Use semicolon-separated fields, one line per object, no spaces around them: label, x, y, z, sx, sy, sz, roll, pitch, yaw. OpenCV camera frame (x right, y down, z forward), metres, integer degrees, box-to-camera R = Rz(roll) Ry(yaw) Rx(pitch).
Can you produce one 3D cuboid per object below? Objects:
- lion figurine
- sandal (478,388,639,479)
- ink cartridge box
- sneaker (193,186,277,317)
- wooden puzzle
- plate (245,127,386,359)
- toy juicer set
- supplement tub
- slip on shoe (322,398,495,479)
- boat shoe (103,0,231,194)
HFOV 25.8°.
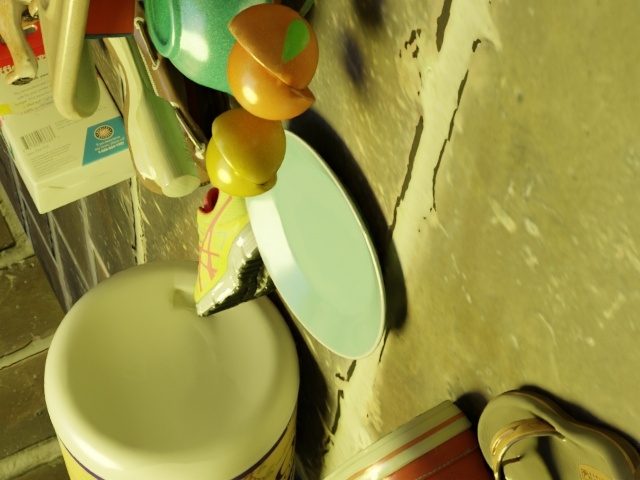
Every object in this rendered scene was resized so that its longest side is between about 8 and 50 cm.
lion figurine;-0.313;-0.313;1.504;0.392;0.142;0.240;-28;78;60
sandal;0.129;0.132;0.806;0.072;0.049;0.180;69;164;-11
ink cartridge box;-0.332;-0.164;1.720;0.231;0.134;0.078;60;163;22
sneaker;-0.074;0.000;1.235;0.094;0.081;0.208;62;153;13
wooden puzzle;-0.162;-0.303;0.933;0.348;0.080;0.322;107;152;-58
plate;0.000;0.000;1.047;0.188;0.024;0.188;44;147;39
toy juicer set;-0.061;-0.127;0.948;0.329;0.089;0.209;151;106;-67
supplement tub;-0.144;0.195;1.430;0.241;0.241;0.331;58;163;26
slip on shoe;0.054;0.214;1.060;0.101;0.123;0.331;58;158;12
boat shoe;-0.121;-0.171;1.156;0.095;0.095;0.257;-11;97;38
